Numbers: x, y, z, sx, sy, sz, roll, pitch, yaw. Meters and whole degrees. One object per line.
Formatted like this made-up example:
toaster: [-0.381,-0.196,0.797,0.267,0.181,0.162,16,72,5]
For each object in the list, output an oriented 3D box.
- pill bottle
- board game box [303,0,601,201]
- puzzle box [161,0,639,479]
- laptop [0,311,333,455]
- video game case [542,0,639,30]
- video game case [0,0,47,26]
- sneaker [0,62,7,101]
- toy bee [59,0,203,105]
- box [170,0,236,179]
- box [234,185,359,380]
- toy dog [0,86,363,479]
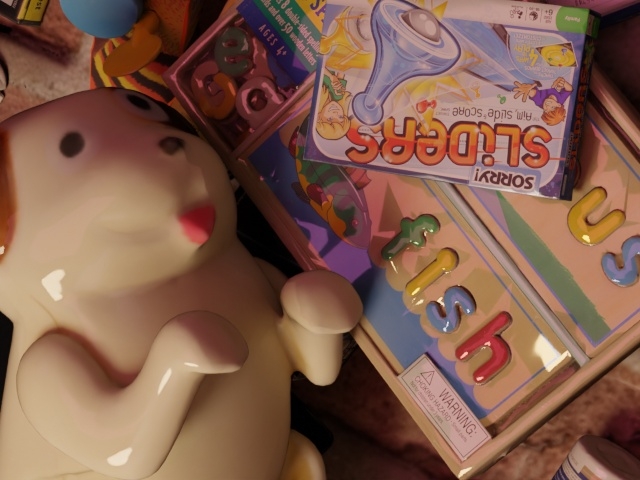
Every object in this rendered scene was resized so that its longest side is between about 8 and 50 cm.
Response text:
pill bottle: [0.196,0.214,1.290,0.067,0.067,0.120,39,110,25]
board game box: [0.093,-0.110,1.221,0.201,0.035,0.136,9,94,24]
puzzle box: [0.091,-0.061,1.270,0.272,0.052,0.409,-43,74,18]
laptop: [-0.239,0.228,1.584,0.382,0.236,0.408,44,141,23]
video game case: [0.143,-0.267,1.309,0.270,0.061,0.244,-18,84,30]
video game case: [-0.329,-0.371,1.610,0.275,0.035,0.248,31,107,28]
sneaker: [-0.396,-0.125,1.631,0.191,0.083,0.071,-33,76,29]
toy bee: [-0.134,-0.216,1.395,0.162,0.298,0.195,8,66,13]
box: [-0.058,-0.156,1.420,0.058,0.087,0.232,35,108,15]
box: [0.000,0.000,1.396,0.147,0.077,0.180,47,113,21]
toy dog: [-0.136,0.083,1.295,0.395,0.285,0.407,8,113,54]
